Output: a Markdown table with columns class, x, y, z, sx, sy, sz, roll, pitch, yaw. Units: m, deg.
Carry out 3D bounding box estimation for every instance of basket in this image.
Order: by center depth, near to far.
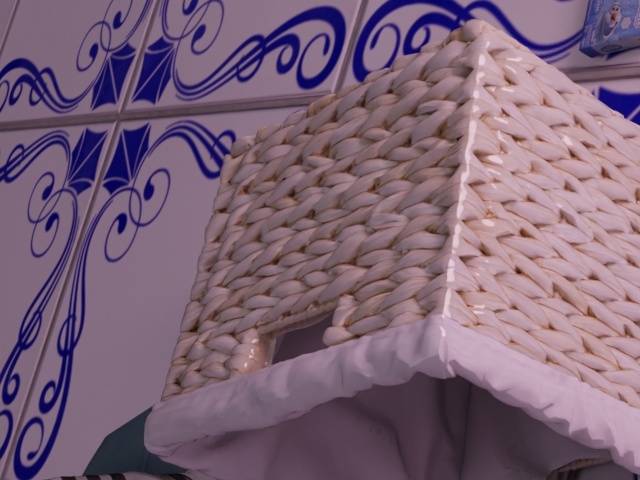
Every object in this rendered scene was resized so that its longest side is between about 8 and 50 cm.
| class | x | y | z | sx | sy | sz | roll | pitch | yaw |
| --- | --- | --- | --- | --- | --- | --- | --- | --- | --- |
| basket | 0.111 | 0.064 | 1.196 | 0.328 | 0.331 | 0.266 | -22 | 47 | 48 |

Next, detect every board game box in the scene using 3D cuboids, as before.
| class | x | y | z | sx | sy | sz | roll | pitch | yaw |
| --- | --- | --- | --- | --- | --- | --- | --- | --- | --- |
| board game box | 0.266 | -0.207 | 1.408 | 0.090 | 0.020 | 0.090 | -8 | 64 | 52 |

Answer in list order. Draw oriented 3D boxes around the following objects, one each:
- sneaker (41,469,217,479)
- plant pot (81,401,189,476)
| class | x | y | z | sx | sy | sz | roll | pitch | yaw |
| --- | --- | --- | --- | --- | --- | --- | --- | --- | --- |
| sneaker | -0.116 | 0.352 | 1.263 | 0.447 | 0.257 | 0.169 | 53 | 124 | 42 |
| plant pot | -0.159 | 0.290 | 1.596 | 0.165 | 0.165 | 0.234 | -35 | 38 | 40 |
